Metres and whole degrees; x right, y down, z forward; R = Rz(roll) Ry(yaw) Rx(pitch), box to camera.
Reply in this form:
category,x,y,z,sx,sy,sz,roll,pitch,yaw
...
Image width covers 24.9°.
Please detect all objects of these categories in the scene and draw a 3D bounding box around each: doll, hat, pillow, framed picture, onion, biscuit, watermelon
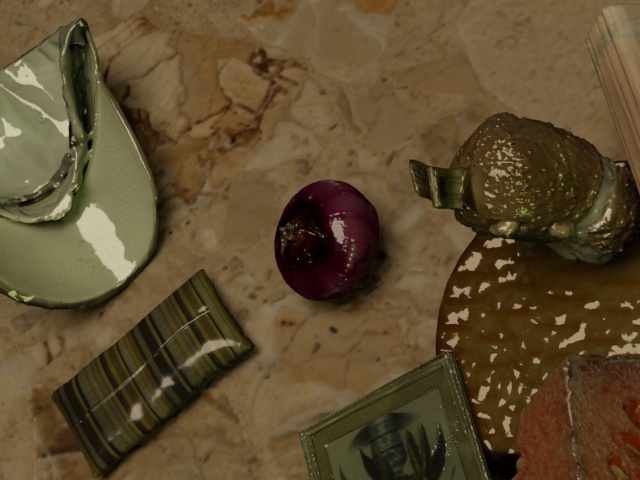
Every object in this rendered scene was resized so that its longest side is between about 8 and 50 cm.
category,x,y,z,sx,sy,sz,roll,pitch,yaw
doll,0.162,-0.044,1.175,0.105,0.221,0.114,-147,67,-64
hat,-0.294,-0.064,1.517,0.258,0.168,0.301,-35,79,-10
pillow,-0.167,0.127,1.405,0.203,0.038,0.113,-41,56,6
framed picture,0.073,0.229,1.223,0.173,0.010,0.231,-32,56,25
onion,0.000,0.000,1.340,0.115,0.104,0.115,-7,79,40
biscuit,0.246,0.076,1.216,0.318,0.040,0.317,-11,64,23
watermelon,0.218,0.205,1.073,0.140,0.193,0.256,-13,87,53

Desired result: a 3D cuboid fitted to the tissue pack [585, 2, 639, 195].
category,x,y,z,sx,sy,sz,roll,pitch,yaw
tissue pack,0.330,-0.049,1.140,0.170,0.071,0.325,4,52,-19
